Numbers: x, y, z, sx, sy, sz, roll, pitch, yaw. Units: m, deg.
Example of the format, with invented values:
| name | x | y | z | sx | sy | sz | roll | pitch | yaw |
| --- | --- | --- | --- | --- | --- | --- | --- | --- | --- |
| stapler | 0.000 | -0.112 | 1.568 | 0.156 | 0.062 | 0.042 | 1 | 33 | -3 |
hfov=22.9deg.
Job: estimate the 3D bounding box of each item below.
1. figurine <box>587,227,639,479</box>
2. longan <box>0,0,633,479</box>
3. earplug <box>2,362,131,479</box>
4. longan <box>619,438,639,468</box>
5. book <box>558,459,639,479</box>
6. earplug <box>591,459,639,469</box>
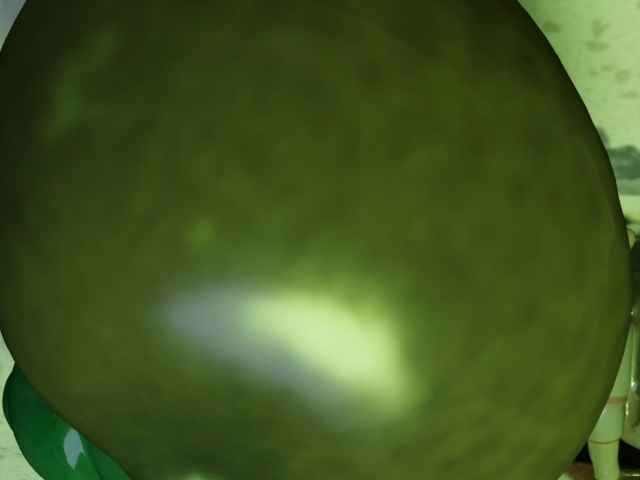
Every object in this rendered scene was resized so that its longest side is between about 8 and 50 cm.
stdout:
| name | x | y | z | sx | sy | sz | roll | pitch | yaw |
| --- | --- | --- | --- | --- | --- | --- | --- | --- | --- |
| figurine | 0.210 | 0.068 | 0.923 | 0.275 | 0.161 | 0.158 | 6 | -177 | 3 |
| longan | 0.000 | 0.000 | 0.738 | 0.288 | 0.288 | 0.350 | -21 | 116 | 31 |
| earplug | -0.064 | 0.132 | 0.991 | 0.280 | 0.164 | 0.257 | 4 | 124 | 19 |
| longan | 0.234 | 0.117 | 1.042 | 0.083 | 0.075 | 0.075 | -44 | 132 | -5 |
| book | 0.085 | 0.279 | 1.038 | 0.427 | 0.300 | 0.039 | 3 | -177 | 29 |
| earplug | 0.255 | 0.245 | 1.099 | 0.455 | 0.215 | 0.215 | -3 | 141 | 18 |
